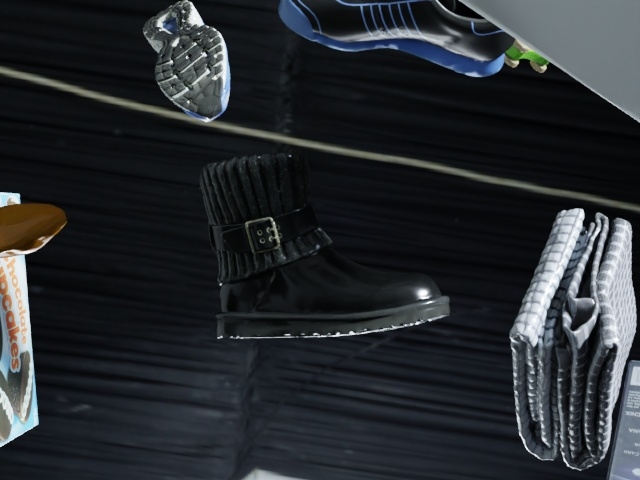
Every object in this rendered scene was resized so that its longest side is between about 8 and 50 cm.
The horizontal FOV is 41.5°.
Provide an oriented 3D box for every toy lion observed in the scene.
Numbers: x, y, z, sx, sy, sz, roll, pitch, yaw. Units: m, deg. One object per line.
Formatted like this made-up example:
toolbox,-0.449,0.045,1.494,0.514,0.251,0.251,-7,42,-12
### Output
toy lion,0.261,-0.268,1.119,0.034,0.100,0.096,-54,-126,35

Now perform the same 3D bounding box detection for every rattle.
rattle,-0.252,0.076,0.563,0.130,0.143,0.199,8,-79,54

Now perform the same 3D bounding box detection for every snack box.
snack box,-0.434,0.099,1.068,0.187,0.060,0.322,-23,109,-84

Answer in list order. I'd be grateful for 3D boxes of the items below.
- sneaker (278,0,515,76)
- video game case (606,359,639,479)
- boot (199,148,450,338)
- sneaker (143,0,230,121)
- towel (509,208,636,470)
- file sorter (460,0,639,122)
sneaker,0.076,-0.229,0.808,0.090,0.232,0.081,99,3,-55
video game case,0.388,0.251,0.843,0.026,0.196,0.274,56,47,-43
boot,-0.002,0.000,1.156,0.131,0.348,0.260,10,77,-76
sneaker,-0.202,-0.289,1.443,0.147,0.130,0.330,56,6,-39
towel,0.345,0.129,1.110,0.235,0.121,0.283,-57,146,-38
file sorter,0.163,-0.213,0.420,0.173,0.278,0.193,-29,149,-35
